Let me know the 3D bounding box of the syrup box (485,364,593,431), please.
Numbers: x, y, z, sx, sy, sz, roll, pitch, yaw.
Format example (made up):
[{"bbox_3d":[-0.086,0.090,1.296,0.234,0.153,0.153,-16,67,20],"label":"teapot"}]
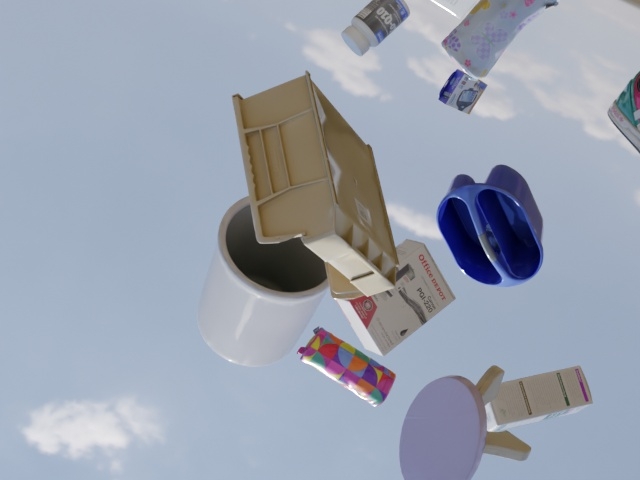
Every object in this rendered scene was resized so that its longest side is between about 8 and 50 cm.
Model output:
[{"bbox_3d":[0.486,0.362,2.170,0.236,0.093,0.096,-9,-110,-11],"label":"syrup box"}]

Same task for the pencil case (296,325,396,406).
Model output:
[{"bbox_3d":[0.064,0.301,2.279,0.236,0.104,0.104,33,-159,-1],"label":"pencil case"}]

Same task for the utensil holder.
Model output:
[{"bbox_3d":[-0.149,0.114,2.552,0.327,0.385,0.328,10,-127,-13],"label":"utensil holder"}]

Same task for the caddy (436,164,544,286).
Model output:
[{"bbox_3d":[0.448,-0.030,2.495,0.341,0.241,0.179,59,-147,-28],"label":"caddy"}]

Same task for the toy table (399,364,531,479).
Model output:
[{"bbox_3d":[0.280,0.383,1.923,0.160,0.274,0.252,-9,-136,-47],"label":"toy table"}]

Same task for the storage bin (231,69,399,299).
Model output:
[{"bbox_3d":[0.000,-0.068,1.404,0.262,0.123,0.261,41,-147,-59],"label":"storage bin"}]

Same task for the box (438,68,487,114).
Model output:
[{"bbox_3d":[0.317,-0.334,2.139,0.028,0.081,0.136,40,-162,29],"label":"box"}]

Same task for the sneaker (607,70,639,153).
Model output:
[{"bbox_3d":[0.597,-0.206,1.534,0.123,0.178,0.296,9,-146,-27],"label":"sneaker"}]

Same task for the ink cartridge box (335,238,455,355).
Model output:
[{"bbox_3d":[0.164,0.123,2.079,0.159,0.218,0.092,58,162,-18],"label":"ink cartridge box"}]

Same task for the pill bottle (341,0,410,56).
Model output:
[{"bbox_3d":[0.113,-0.452,1.981,0.078,0.137,0.078,46,175,5],"label":"pill bottle"}]

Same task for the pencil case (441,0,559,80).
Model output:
[{"bbox_3d":[0.385,-0.471,2.024,0.124,0.273,0.113,37,-160,-24],"label":"pencil case"}]

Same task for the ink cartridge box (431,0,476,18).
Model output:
[{"bbox_3d":[0.170,-0.609,1.636,0.384,0.279,0.160,30,-125,-10],"label":"ink cartridge box"}]
